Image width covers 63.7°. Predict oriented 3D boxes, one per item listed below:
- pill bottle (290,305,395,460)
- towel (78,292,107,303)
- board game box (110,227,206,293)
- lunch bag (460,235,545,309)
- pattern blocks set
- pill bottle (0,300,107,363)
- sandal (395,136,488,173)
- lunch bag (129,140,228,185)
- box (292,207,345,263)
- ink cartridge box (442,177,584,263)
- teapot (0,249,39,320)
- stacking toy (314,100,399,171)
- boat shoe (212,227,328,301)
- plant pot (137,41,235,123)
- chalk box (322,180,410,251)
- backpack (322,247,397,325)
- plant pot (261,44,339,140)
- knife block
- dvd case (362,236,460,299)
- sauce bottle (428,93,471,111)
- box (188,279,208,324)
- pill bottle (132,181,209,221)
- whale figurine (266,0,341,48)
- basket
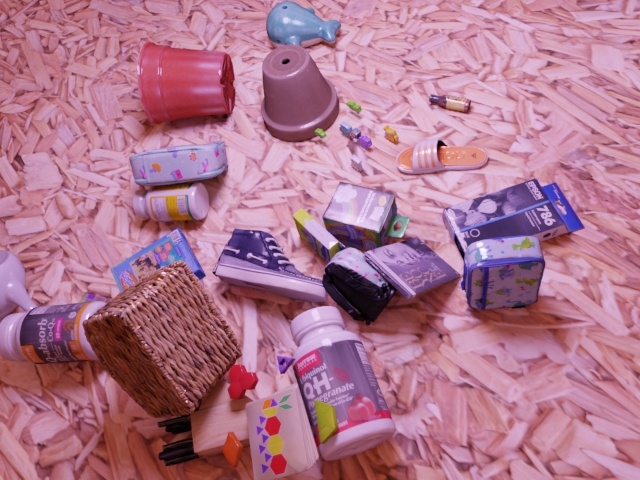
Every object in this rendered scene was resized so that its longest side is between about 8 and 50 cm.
[{"bbox_3d":[0.036,0.320,1.193,0.177,0.176,0.318,-22,58,0],"label":"pill bottle"},{"bbox_3d":[-0.678,0.189,1.523,0.084,0.009,0.060,10,64,18],"label":"towel"},{"bbox_3d":[-0.428,0.084,1.355,0.210,0.047,0.160,-32,59,-5],"label":"board game box"},{"bbox_3d":[0.425,0.083,1.216,0.176,0.218,0.090,-4,54,10],"label":"lunch bag"},{"bbox_3d":[-0.090,0.413,1.110,0.286,0.026,0.324,-16,63,25],"label":"pattern blocks set"},{"bbox_3d":[-0.715,0.255,1.405,0.279,0.162,0.162,-6,60,9],"label":"pill bottle"},{"bbox_3d":[0.353,-0.260,1.509,0.266,0.076,0.101,-2,60,11],"label":"sandal"},{"bbox_3d":[-0.424,-0.241,1.599,0.280,0.224,0.107,-6,103,3],"label":"lunch bag"},{"bbox_3d":[0.000,0.000,1.421,0.042,0.109,0.178,-38,60,-14],"label":"box"},{"bbox_3d":[0.512,-0.060,1.370,0.333,0.065,0.165,-19,58,0],"label":"ink cartridge box"},{"bbox_3d":[-0.989,0.158,1.518,0.253,0.186,0.256,-24,30,-23],"label":"teapot"},{"bbox_3d":[0.109,-0.330,1.615,0.167,0.052,0.221,-42,64,-14],"label":"stacking toy"},{"bbox_3d":[-0.124,0.059,1.402,0.341,0.127,0.158,11,72,19],"label":"boat shoe"},{"bbox_3d":[-0.439,-0.532,1.749,0.266,0.272,0.272,1,61,4],"label":"plant pot"},{"bbox_3d":[0.134,-0.055,1.412,0.213,0.132,0.132,17,65,20],"label":"chalk box"},{"bbox_3d":[0.096,0.106,1.310,0.182,0.151,0.115,35,37,9],"label":"backpack"},{"bbox_3d":[-0.088,-0.489,1.650,0.263,0.229,0.262,-6,60,11],"label":"plant pot"},{"bbox_3d":[-0.247,0.470,1.223,0.276,0.088,0.242,25,70,24],"label":"knife block"},{"bbox_3d":[0.235,0.064,1.309,0.221,0.018,0.164,-15,49,-42],"label":"dvd case"},{"bbox_3d":[0.405,-0.435,1.617,0.128,0.042,0.042,18,66,19],"label":"sauce bottle"},{"bbox_3d":[-0.383,0.181,1.392,0.123,0.128,0.256,-20,59,2],"label":"box"},{"bbox_3d":[-0.462,-0.117,1.586,0.209,0.117,0.117,-2,61,11],"label":"pill bottle"},{"bbox_3d":[-0.068,-0.782,1.861,0.272,0.141,0.216,12,64,18],"label":"whale figurine"},{"bbox_3d":[-0.373,0.238,1.223,0.214,0.299,0.223,-21,18,37],"label":"basket"}]
